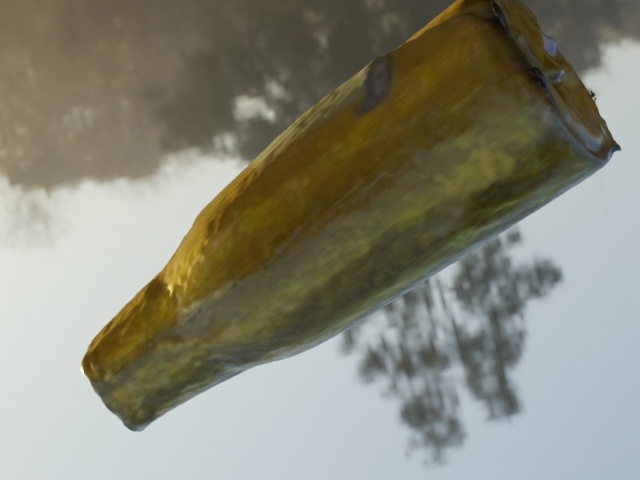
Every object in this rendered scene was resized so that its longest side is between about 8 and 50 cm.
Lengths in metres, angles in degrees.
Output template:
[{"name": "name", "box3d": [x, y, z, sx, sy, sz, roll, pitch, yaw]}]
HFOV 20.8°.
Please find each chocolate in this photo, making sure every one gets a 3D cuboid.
[{"name": "chocolate", "box3d": [0.000, 0.000, 0.634, 0.219, 0.086, 0.085, -38, -177, 20]}]
